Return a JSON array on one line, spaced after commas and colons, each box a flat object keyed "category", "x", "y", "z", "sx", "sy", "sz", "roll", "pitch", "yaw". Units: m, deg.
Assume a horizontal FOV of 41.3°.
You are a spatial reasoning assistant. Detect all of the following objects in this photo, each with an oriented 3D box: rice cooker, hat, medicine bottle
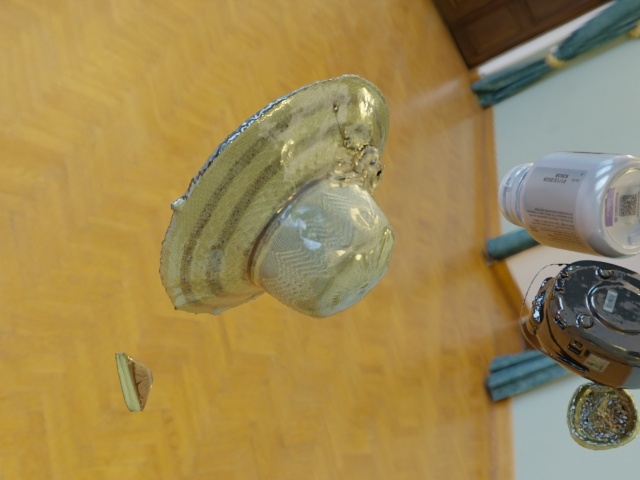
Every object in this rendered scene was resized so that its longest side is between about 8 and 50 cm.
[{"category": "rice cooker", "x": 0.356, "y": 0.102, "z": 1.063, "sx": 0.118, "sy": 0.203, "sz": 0.142, "roll": 86, "pitch": 27, "yaw": -63}, {"category": "hat", "x": 0.000, "y": 0.000, "z": 0.682, "sx": 0.110, "sy": 0.252, "sz": 0.252, "roll": 43, "pitch": 14, "yaw": 23}, {"category": "medicine bottle", "x": 0.343, "y": -0.053, "z": 1.149, "sx": 0.135, "sy": 0.135, "sz": 0.215, "roll": 56, "pitch": -17, "yaw": -21}]

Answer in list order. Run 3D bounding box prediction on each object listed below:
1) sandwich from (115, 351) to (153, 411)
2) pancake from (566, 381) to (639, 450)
[{"category": "sandwich", "x": -0.248, "y": 0.187, "z": 1.144, "sx": 0.044, "sy": 0.031, "sz": 0.083, "roll": -7, "pitch": 82, "yaw": -60}, {"category": "pancake", "x": 0.397, "y": 0.245, "z": 1.199, "sx": 0.017, "sy": 0.108, "sz": 0.108, "roll": 59, "pitch": 18, "yaw": -55}]
